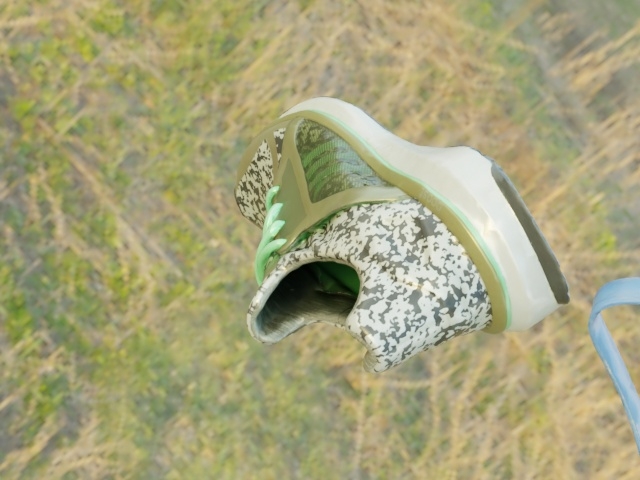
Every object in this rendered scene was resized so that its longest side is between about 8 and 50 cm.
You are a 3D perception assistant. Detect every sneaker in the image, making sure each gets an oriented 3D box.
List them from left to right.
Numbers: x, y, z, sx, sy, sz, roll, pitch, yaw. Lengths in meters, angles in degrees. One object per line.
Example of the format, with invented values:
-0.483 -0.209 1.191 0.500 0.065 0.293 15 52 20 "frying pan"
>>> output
0.000 0.000 1.058 0.410 0.182 0.158 19 -44 61 "sneaker"

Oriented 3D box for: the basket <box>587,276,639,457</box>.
0.348 0.120 0.930 0.254 0.289 0.201 63 33 -37 "basket"
